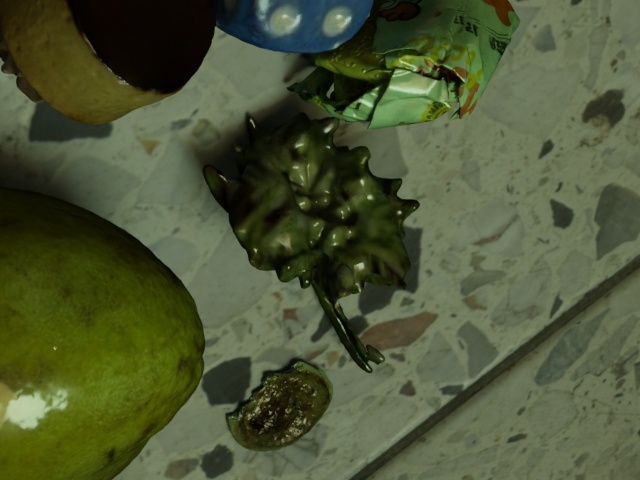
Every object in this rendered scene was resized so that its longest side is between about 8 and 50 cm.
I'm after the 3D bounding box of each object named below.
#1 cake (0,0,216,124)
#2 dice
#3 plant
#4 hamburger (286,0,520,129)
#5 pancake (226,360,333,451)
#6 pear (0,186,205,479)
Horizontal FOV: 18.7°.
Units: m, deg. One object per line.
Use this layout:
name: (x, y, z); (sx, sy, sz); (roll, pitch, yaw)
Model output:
cake: (-0.221, -0.203, 1.810); (0.185, 0.178, 0.208); (48, 51, -29)
dice: (-0.032, -0.272, 1.878); (0.146, 0.143, 0.146); (-1, 120, -31)
plant: (-0.028, 0.019, 2.085); (0.180, 0.251, 0.333); (-30, 162, -26)
hamburger: (0.070, -0.191, 1.977); (0.214, 0.235, 0.125); (-44, 128, -47)
pancake: (-0.042, 0.197, 2.269); (0.129, 0.022, 0.116); (-46, 132, 9)
pear: (-0.322, 0.111, 1.837); (0.413, 0.352, 0.352); (-6, 123, -31)
